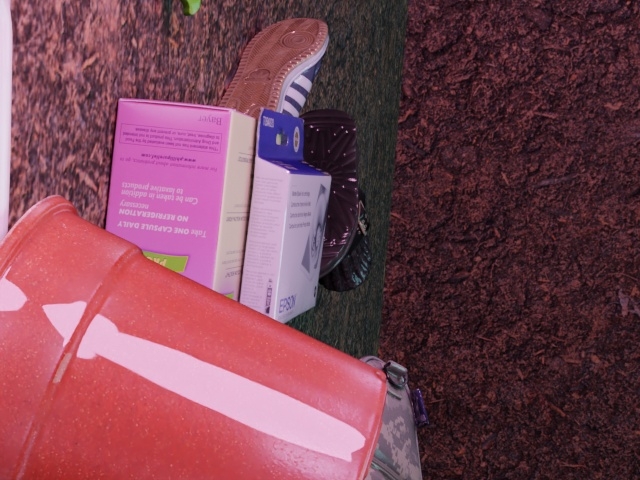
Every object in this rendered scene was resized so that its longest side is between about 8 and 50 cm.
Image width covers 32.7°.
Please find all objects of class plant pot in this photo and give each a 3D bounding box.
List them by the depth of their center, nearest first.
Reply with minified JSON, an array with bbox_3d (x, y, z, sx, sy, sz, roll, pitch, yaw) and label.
[{"bbox_3d":[-0.108,0.140,0.761,0.272,0.265,0.272,20,90,-89],"label":"plant pot"}]

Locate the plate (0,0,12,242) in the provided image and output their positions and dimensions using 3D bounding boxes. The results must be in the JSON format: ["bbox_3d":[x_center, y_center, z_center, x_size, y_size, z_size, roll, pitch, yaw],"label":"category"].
[{"bbox_3d":[-0.246,-0.063,0.611,0.278,0.045,0.277,-14,108,-75],"label":"plate"}]

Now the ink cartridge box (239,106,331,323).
[{"bbox_3d":[-0.032,-0.026,1.192,0.223,0.045,0.224,-18,114,-78],"label":"ink cartridge box"}]

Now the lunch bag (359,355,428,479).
[{"bbox_3d":[-0.025,0.294,1.348,0.212,0.305,0.256,41,37,-41],"label":"lunch bag"}]

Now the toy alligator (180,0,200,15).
[{"bbox_3d":[-0.135,-0.322,1.092,0.051,0.056,0.190,8,89,-39],"label":"toy alligator"}]

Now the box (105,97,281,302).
[{"bbox_3d":[-0.130,-0.012,1.128,0.213,0.117,0.243,-10,106,-79],"label":"box"}]

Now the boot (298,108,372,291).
[{"bbox_3d":[0.004,0.000,1.643,0.348,0.131,0.260,-75,167,-45],"label":"boot"}]

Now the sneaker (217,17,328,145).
[{"bbox_3d":[-0.057,-0.169,1.452,0.153,0.099,0.282,80,26,-42],"label":"sneaker"}]
